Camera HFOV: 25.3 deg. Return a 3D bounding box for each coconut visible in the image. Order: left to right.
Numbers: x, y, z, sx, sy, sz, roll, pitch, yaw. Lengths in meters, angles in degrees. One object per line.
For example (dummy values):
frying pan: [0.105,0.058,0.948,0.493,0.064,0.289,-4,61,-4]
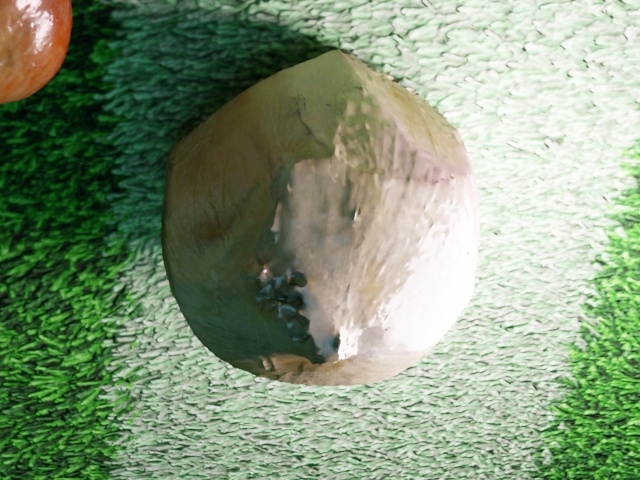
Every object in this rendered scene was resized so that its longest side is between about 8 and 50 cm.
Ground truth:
coconut: [0.000,0.000,1.700,0.404,0.405,0.405,-7,133,-8]

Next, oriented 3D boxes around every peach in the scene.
peach: [-0.362,-0.243,1.487,0.232,0.232,0.233,-7,133,-8]
